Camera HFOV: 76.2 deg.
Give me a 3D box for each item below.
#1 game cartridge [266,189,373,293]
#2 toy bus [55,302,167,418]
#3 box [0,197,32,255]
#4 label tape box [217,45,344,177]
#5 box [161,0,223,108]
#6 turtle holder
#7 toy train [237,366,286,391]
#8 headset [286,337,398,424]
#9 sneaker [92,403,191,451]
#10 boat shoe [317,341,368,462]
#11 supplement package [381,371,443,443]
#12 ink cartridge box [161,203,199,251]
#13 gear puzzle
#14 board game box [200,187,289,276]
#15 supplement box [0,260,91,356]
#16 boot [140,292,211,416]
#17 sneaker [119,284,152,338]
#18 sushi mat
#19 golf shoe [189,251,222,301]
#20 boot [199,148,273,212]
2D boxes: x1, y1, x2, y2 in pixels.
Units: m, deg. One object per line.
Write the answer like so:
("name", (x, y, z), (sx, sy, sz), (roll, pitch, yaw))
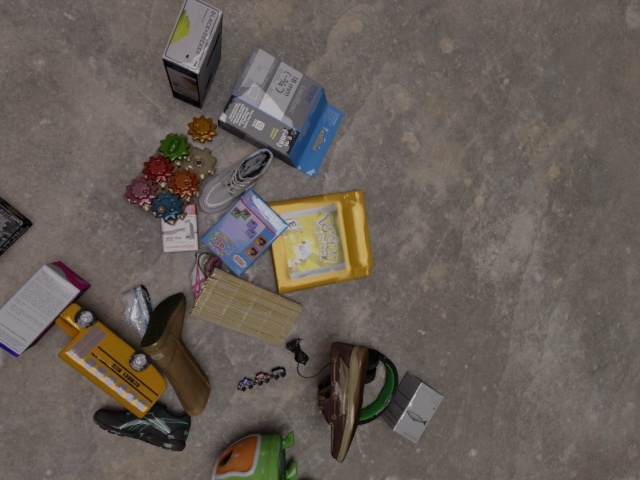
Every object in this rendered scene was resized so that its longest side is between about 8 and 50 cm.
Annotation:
("game cartridge", (0.000, 0.000, 1.290), (0.323, 0.052, 0.286), (-10, 95, -13))
("toy bus", (-0.568, 0.318, 1.093), (0.332, 0.108, 0.130), (43, 60, -9))
("box", (-0.963, -0.035, 1.019), (0.295, 0.073, 0.293), (43, 82, -13))
("label tape box", (-0.101, -0.374, 1.221), (0.333, 0.106, 0.241), (26, 86, -14))
("box", (-0.325, -0.474, 1.062), (0.087, 0.290, 0.169), (21, 87, -15))
("turtle holder", (-0.186, 0.718, 1.196), (0.227, 0.244, 0.321), (-3, 133, 0))
("toy train", (-0.183, 0.428, 1.268), (0.158, 0.027, 0.036), (-16, 92, -14))
("headset", (0.071, 0.431, 1.304), (0.394, 0.185, 0.244), (32, 87, -29))
("sneaker", (-0.502, 0.516, 1.166), (0.267, 0.101, 0.106), (23, 64, -14))
("boat shoe", (0.052, 0.453, 1.162), (0.123, 0.123, 0.343), (10, 101, 18))
("supplement package", (0.305, 0.555, 1.363), (0.105, 0.105, 0.179), (35, 84, -14))
("ink cartridge box", (-0.404, -0.035, 1.177), (0.099, 0.056, 0.136), (-4, 93, -15))
("gear puzzle", (-0.392, -0.217, 1.151), (0.175, 0.044, 0.339), (30, 72, -4))
("board game box", (-0.222, -0.023, 1.205), (0.160, 0.039, 0.211), (45, 92, -4))
("supplement box", (-0.737, 0.173, 1.067), (0.114, 0.111, 0.220), (41, 82, -13))
("boot", (-0.392, 0.319, 1.161), (0.089, 0.236, 0.270), (-13, 120, 13))
("sneaker", (-0.516, 0.227, 1.158), (0.082, 0.071, 0.191), (-16, 88, -8))
("sushi mat", (-0.213, 0.205, 1.216), (0.316, 0.019, 0.152), (28, 91, -27))
("golf shoe", (-0.347, 0.126, 1.203), (0.085, 0.067, 0.186), (17, 98, 23))
("boot", (-0.246, -0.179, 1.179), (0.258, 0.123, 0.095), (-44, 102, -9))
